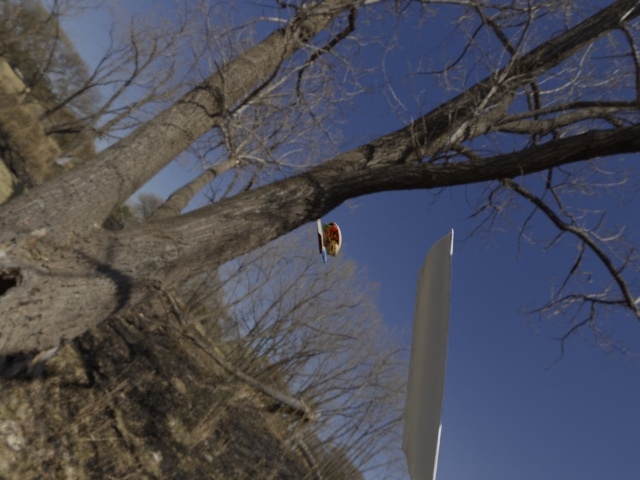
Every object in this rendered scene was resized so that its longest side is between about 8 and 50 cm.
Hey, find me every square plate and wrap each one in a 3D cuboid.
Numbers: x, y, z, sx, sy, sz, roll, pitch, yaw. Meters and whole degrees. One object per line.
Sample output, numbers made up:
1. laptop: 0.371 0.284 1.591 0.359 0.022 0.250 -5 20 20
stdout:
1. square plate: 0.171 0.187 0.709 0.049 0.347 0.344 5 -13 14

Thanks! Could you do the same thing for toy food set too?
1. toy food set: 0.026 -0.004 1.057 0.082 0.020 0.083 -159 -112 -64

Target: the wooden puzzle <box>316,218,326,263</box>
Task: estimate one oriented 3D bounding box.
1. wooden puzzle: 0.000 0.000 0.983 0.116 0.014 0.078 -97 178 -69
